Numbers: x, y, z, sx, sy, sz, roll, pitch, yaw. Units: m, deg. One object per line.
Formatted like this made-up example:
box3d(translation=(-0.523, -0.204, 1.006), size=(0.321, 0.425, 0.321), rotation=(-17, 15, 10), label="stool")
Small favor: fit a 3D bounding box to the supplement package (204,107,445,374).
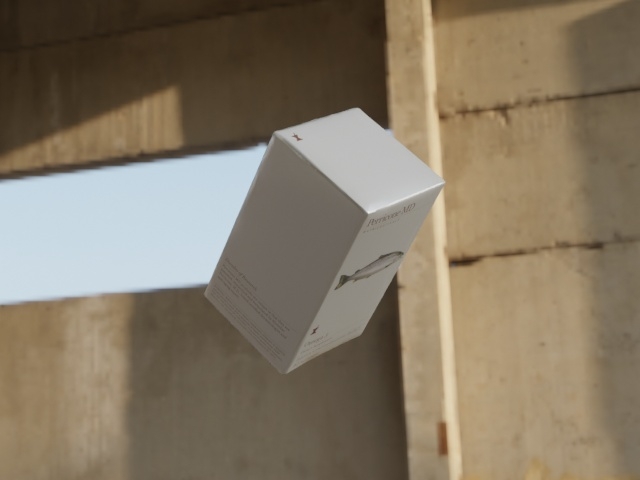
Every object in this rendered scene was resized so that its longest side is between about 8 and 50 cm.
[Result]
box3d(translation=(0.000, 0.000, 0.943), size=(0.105, 0.105, 0.179), rotation=(-22, -33, -45), label="supplement package")
